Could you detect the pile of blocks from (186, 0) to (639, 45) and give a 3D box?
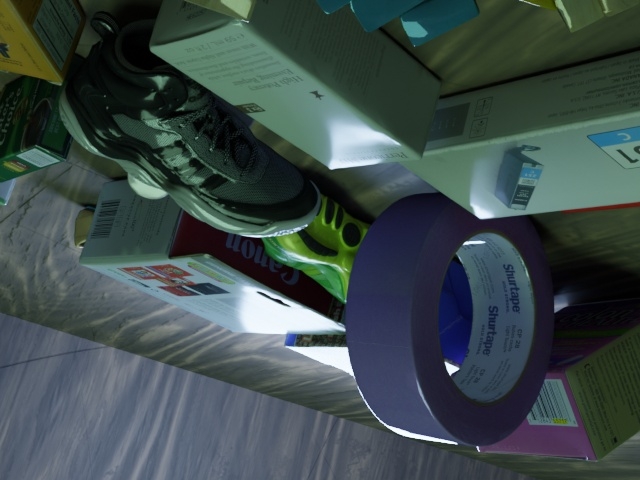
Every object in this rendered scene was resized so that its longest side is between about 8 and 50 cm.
[{"bbox_3d":[-0.001,-0.201,0.548,0.362,0.113,0.149,21,120,-11],"label":"pile of blocks"}]

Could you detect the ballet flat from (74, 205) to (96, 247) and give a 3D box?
[{"bbox_3d":[-0.276,0.011,1.540,0.232,0.073,0.080,14,163,1],"label":"ballet flat"}]

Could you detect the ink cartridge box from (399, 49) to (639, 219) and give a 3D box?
[{"bbox_3d":[0.260,-0.062,0.878,0.261,0.066,0.296,28,159,-35],"label":"ink cartridge box"}]

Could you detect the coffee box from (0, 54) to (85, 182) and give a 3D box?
[{"bbox_3d":[-0.315,-0.130,1.063,0.040,0.113,0.184,25,162,-34],"label":"coffee box"}]

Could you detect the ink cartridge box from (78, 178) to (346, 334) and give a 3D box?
[{"bbox_3d":[-0.124,0.027,1.367,0.271,0.130,0.309,-3,156,43],"label":"ink cartridge box"}]

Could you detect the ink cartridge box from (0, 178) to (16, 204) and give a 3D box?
[{"bbox_3d":[-0.534,-0.117,1.321,0.212,0.093,0.154,5,161,35],"label":"ink cartridge box"}]

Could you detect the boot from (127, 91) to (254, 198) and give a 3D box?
[{"bbox_3d":[-0.129,-0.123,1.024,0.190,0.086,0.069,-32,115,32],"label":"boot"}]

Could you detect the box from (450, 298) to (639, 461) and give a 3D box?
[{"bbox_3d":[0.336,0.173,1.257,0.243,0.117,0.213,-23,-176,-31],"label":"box"}]

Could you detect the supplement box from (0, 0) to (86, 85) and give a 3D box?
[{"bbox_3d":[-0.270,-0.218,0.808,0.078,0.080,0.233,14,161,6],"label":"supplement box"}]

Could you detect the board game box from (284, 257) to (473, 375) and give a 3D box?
[{"bbox_3d":[0.135,0.129,1.455,0.232,0.141,0.291,28,159,-36],"label":"board game box"}]

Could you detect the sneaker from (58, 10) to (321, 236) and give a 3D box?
[{"bbox_3d":[-0.107,-0.107,0.892,0.268,0.101,0.153,28,143,-6],"label":"sneaker"}]

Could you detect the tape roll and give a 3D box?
[{"bbox_3d":[0.149,0.083,1.070,0.090,0.275,0.275,0,158,44],"label":"tape roll"}]

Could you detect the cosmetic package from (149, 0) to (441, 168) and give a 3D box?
[{"bbox_3d":[-0.015,-0.145,0.814,0.117,0.086,0.231,-2,155,45],"label":"cosmetic package"}]

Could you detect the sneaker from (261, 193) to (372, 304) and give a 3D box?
[{"bbox_3d":[0.000,0.000,1.266,0.123,0.109,0.295,24,168,33],"label":"sneaker"}]
